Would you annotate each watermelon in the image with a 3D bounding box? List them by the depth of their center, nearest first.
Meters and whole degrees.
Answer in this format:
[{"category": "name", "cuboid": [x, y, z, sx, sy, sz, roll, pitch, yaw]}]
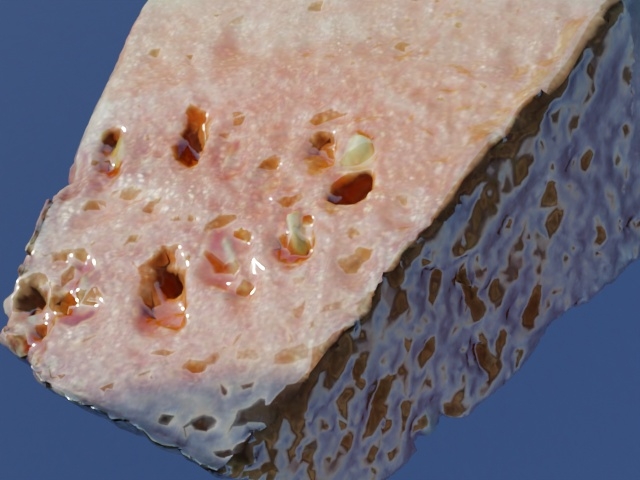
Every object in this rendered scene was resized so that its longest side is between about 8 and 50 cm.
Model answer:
[{"category": "watermelon", "cuboid": [0.000, 0.000, 0.556, 0.193, 0.256, 0.139, 2, -51, 31]}]
